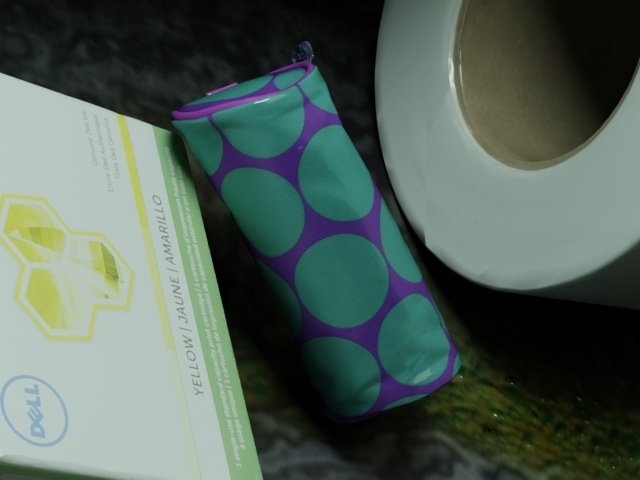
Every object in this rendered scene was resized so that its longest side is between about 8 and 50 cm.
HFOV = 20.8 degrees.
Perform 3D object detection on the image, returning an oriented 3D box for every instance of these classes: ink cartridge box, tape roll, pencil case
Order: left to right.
[{"bbox_3d":[-0.138,0.013,0.612,0.235,0.056,0.171,18,46,-42],"label":"ink cartridge box"},{"bbox_3d":[0.000,0.000,0.716,0.064,0.070,0.151,-29,104,-10],"label":"pencil case"},{"bbox_3d":[0.165,-0.087,0.827,0.169,0.246,0.246,9,51,-35],"label":"tape roll"}]
